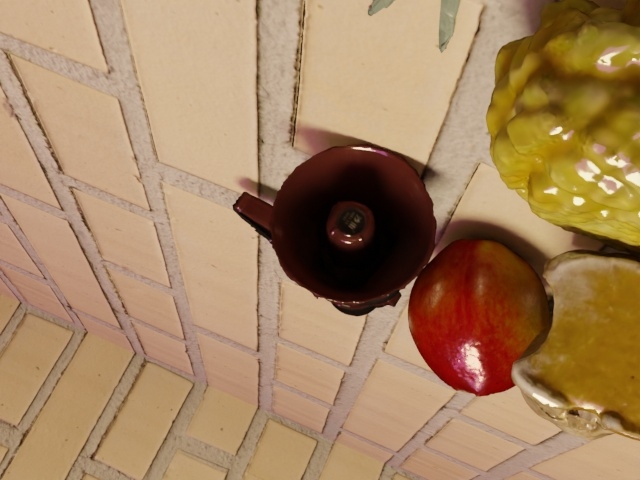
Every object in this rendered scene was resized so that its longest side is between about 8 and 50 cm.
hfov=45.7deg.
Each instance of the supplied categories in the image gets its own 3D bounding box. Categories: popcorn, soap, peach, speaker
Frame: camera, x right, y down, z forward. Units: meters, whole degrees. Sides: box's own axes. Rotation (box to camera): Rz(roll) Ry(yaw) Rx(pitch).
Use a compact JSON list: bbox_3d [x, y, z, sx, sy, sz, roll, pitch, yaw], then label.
[{"bbox_3d":[0.262,-0.076,0.615,0.286,0.173,0.225,21,172,-16],"label":"popcorn"},{"bbox_3d":[0.355,0.105,0.730,0.293,0.156,0.335,18,-173,22],"label":"soap"},{"bbox_3d":[0.200,0.106,0.977,0.197,0.197,0.197,21,155,10],"label":"peach"},{"bbox_3d":[-0.002,0.018,1.024,0.259,0.198,0.329,6,163,-2],"label":"speaker"}]

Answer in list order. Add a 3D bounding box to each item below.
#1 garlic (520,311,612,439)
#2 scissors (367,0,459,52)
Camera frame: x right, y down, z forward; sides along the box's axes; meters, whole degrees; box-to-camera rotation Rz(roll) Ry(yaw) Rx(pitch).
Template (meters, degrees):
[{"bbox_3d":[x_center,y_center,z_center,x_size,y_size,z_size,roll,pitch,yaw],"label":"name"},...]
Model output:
[{"bbox_3d":[0.368,0.190,1.053,0.228,0.152,0.228,19,160,7],"label":"garlic"},{"bbox_3d":[0.109,-0.237,0.608,0.144,0.017,0.247,27,157,-3],"label":"scissors"}]
